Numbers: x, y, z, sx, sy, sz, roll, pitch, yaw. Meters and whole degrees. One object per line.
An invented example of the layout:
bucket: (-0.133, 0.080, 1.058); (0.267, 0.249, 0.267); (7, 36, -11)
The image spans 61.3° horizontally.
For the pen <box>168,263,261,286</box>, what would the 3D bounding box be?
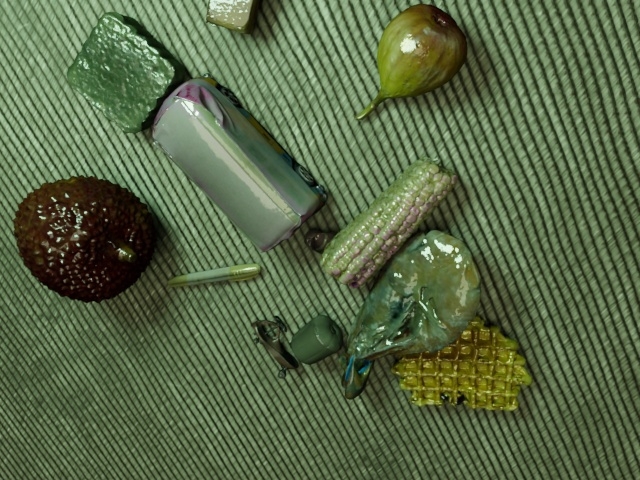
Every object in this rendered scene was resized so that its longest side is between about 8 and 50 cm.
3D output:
pen: (-0.249, 0.085, 1.270); (0.233, 0.032, 0.040); (-10, 131, 13)

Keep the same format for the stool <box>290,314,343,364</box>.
stool: (-0.009, 0.232, 1.251); (0.110, 0.096, 0.096); (-38, 100, 25)

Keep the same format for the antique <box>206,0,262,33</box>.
antique: (-0.131, -0.546, 0.997); (0.087, 0.093, 0.310); (18, 111, 2)

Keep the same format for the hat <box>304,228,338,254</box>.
hat: (0.002, -0.001, 1.202); (0.087, 0.042, 0.058); (1, 117, -28)

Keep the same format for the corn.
corn: (0.140, -0.034, 1.122); (0.126, 0.127, 0.335); (43, 108, -7)

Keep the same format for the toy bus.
toy bus: (-0.172, -0.159, 1.103); (0.171, 0.162, 0.386); (-41, 98, 20)

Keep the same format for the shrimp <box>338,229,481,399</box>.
shrimp: (0.179, 0.176, 1.174); (0.221, 0.110, 0.446); (45, 117, 25)

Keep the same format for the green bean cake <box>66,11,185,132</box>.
green bean cake: (-0.391, -0.337, 1.104); (0.185, 0.094, 0.183); (42, 108, -2)

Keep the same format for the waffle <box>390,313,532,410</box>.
waffle: (0.318, 0.294, 1.242); (0.309, 0.065, 0.283); (44, 107, -3)

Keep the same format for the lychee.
lychee: (-0.494, -0.009, 1.148); (0.304, 0.275, 0.276); (15, 113, 30)

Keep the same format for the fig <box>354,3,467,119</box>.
fig: (0.151, -0.317, 1.027); (0.159, 0.159, 0.257); (42, 127, -7)

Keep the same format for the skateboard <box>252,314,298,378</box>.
skateboard: (-0.102, 0.247, 1.291); (0.080, 0.067, 0.151); (-35, 97, 8)
